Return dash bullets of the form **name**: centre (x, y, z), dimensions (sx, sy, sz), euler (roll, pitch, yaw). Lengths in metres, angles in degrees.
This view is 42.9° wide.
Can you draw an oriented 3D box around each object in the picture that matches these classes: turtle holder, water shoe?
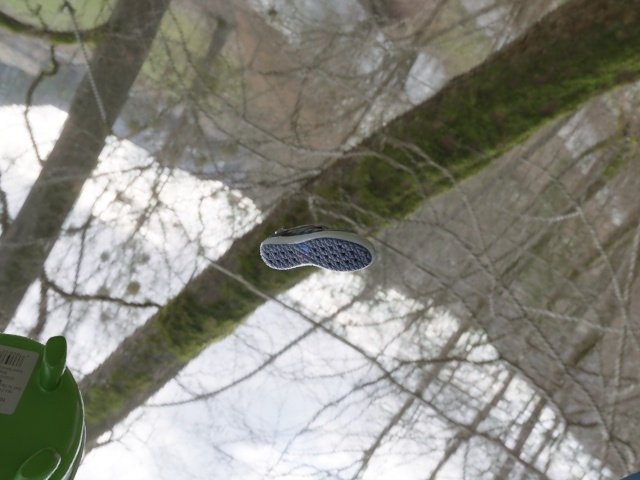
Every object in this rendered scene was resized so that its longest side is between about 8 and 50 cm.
- **turtle holder**: centre (-0.383, 0.271, 0.920), dimensions (0.243, 0.227, 0.320), euler (-10, -129, -24)
- **water shoe**: centre (0.000, 0.000, 1.305), dimensions (0.203, 0.073, 0.080), euler (1, -145, 26)

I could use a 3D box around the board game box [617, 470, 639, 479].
- **board game box**: centre (0.369, 0.169, 0.475), dimensions (0.224, 0.098, 0.303), euler (-8, 173, -34)
